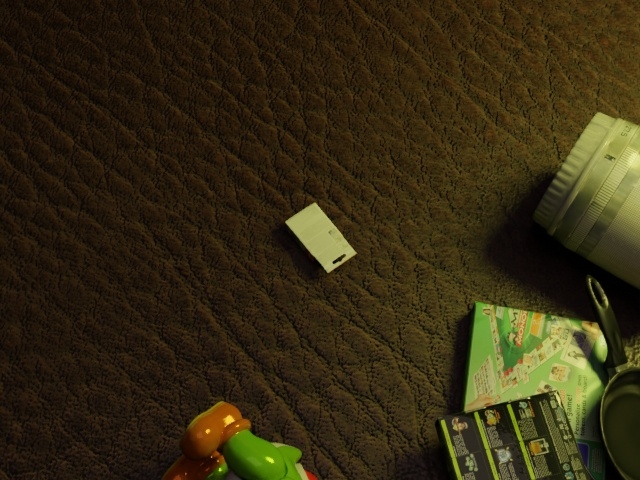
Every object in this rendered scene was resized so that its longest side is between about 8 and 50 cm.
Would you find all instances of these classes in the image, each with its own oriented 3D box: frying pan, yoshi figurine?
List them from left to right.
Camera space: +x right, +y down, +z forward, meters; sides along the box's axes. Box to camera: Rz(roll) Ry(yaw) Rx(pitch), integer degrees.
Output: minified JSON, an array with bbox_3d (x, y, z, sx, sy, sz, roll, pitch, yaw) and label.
[{"bbox_3d":[-0.057,0.398,1.190,0.362,0.203,0.203,36,84,12],"label":"yoshi figurine"},{"bbox_3d":[0.436,0.231,1.302,0.197,0.053,0.326,-38,87,-34],"label":"frying pan"}]

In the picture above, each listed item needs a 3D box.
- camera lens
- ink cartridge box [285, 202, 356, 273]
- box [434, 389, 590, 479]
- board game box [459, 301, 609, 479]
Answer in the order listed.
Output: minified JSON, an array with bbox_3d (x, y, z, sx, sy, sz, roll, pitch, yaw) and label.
[{"bbox_3d":[0.499,-0.047,1.390,0.274,0.219,0.219,32,68,13],"label":"camera lens"},{"bbox_3d":[0.000,0.000,1.459,0.063,0.029,0.115,-34,71,-17],"label":"ink cartridge box"},{"bbox_3d":[0.274,0.322,1.255,0.184,0.045,0.190,-13,67,-5],"label":"box"},{"bbox_3d":[0.316,0.259,1.334,0.214,0.046,0.317,10,65,4],"label":"board game box"}]
